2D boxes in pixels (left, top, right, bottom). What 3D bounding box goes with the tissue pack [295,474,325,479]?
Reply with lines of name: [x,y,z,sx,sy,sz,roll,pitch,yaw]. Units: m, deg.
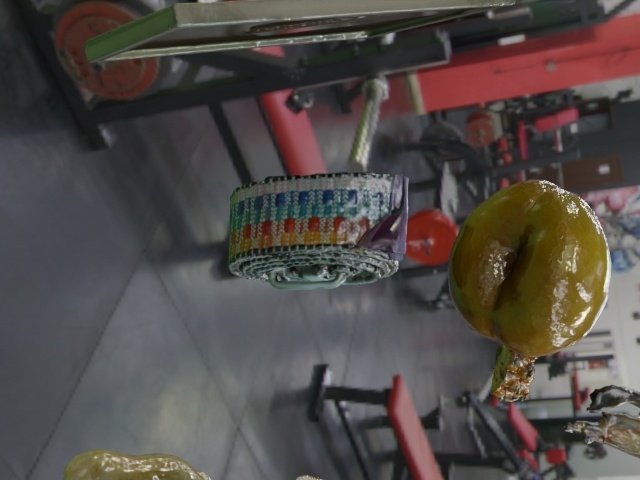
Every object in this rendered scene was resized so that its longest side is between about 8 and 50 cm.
tissue pack: [-0.008,0.545,1.563,0.225,0.124,0.184,86,21,-61]

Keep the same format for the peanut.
peanut: [-0.311,0.429,1.494,0.275,0.111,0.125,16,93,-31]

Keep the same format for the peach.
peach: [0.296,0.037,1.238,0.153,0.251,0.251,2,80,-40]

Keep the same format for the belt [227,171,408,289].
belt: [0.000,0.000,1.337,0.207,0.295,0.160,47,44,-67]

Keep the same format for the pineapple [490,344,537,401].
pineapple: [0.359,0.225,1.592,0.116,0.069,0.137,-88,-170,-59]

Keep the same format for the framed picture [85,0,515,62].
framed picture: [-0.032,-0.270,1.084,0.446,0.326,0.028,-12,100,-29]

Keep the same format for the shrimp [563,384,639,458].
shrimp: [0.489,0.275,1.356,0.145,0.254,0.059,-86,-165,-51]
